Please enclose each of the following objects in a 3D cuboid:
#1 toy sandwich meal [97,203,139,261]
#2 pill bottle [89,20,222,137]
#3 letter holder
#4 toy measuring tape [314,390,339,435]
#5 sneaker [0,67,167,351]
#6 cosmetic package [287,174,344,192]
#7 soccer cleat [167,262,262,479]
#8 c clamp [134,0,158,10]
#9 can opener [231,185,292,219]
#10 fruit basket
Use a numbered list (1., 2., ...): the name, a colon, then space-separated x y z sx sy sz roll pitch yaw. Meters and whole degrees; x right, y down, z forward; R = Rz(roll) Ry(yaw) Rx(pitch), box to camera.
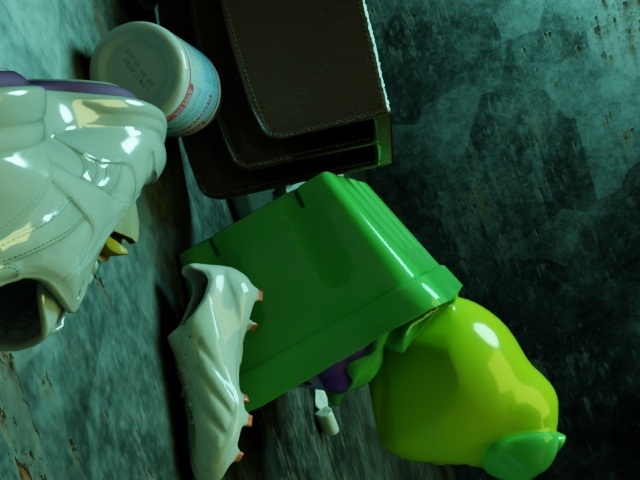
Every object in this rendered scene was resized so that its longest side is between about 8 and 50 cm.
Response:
1. toy sandwich meal: -0.164 -0.022 0.884 0.085 0.029 0.085 -14 90 -81
2. pill bottle: -0.139 -0.137 1.040 0.160 0.087 0.087 4 72 -80
3. letter holder: -0.063 -0.216 1.167 0.152 0.215 0.301 72 6 -75
4. toy measuring tape: 0.051 0.149 1.671 0.330 0.121 0.121 -89 162 -59
5. sneaker: -0.172 -0.021 0.677 0.305 0.114 0.152 -23 112 -77
6. cosmetic package: 0.000 0.000 1.646 0.060 0.099 0.239 61 18 -67
7. soccer cleat: -0.099 0.112 1.002 0.076 0.068 0.196 20 59 -26
8. c clamp: -0.190 -0.307 1.201 0.137 0.022 0.160 26 50 -79
9. can opener: -0.055 0.015 1.431 0.093 0.074 0.280 -34 112 -44
10. fruit basket: 0.060 0.120 1.210 0.392 0.283 0.392 59 9 -15
